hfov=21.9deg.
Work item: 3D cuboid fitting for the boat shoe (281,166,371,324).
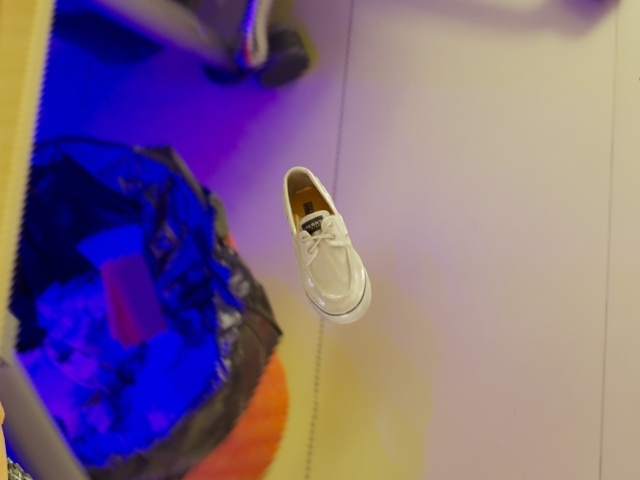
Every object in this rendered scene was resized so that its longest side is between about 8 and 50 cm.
[{"bbox_3d":[0.000,0.000,0.885,0.035,0.035,0.100,-21,50,6],"label":"boat shoe"}]

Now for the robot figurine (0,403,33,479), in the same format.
[{"bbox_3d":[-0.197,0.082,0.694,0.085,0.211,0.291,-41,59,13],"label":"robot figurine"}]
